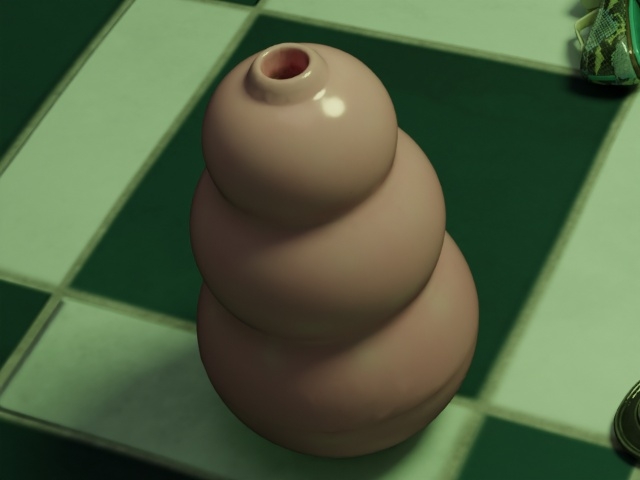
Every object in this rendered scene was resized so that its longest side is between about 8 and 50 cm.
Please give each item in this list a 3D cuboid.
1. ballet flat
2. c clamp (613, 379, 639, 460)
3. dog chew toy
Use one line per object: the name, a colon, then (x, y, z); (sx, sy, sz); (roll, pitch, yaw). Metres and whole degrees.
ballet flat: (0.253, -0.206, 1.687); (0.070, 0.070, 0.188); (1, 43, 12)
c clamp: (0.298, 0.125, 1.388); (0.161, 0.022, 0.137); (15, 56, 22)
dog chew toy: (0.000, 0.000, 1.346); (0.207, 0.332, 0.206); (-6, 45, 6)
